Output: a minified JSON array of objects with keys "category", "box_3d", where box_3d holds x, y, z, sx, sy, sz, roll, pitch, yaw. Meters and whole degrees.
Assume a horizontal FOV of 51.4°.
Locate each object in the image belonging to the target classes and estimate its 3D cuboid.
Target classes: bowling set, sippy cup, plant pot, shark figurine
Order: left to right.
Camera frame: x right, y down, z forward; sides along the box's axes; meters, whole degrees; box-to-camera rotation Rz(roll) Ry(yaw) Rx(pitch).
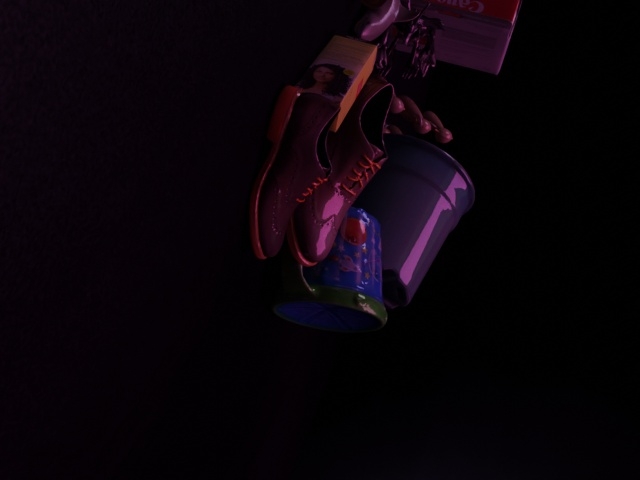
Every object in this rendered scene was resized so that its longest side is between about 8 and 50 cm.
[{"category":"sippy cup","box_3d":[0.030,0.054,1.370,0.305,0.240,0.223,109,-9,-69]},{"category":"plant pot","box_3d":[0.171,-0.031,1.674,0.341,0.341,0.334,89,25,-62]},{"category":"bowling set","box_3d":[0.196,-0.277,1.732,0.200,0.287,0.154,-52,-140,23]},{"category":"shark figurine","box_3d":[0.158,-0.515,1.376,0.166,0.116,0.278,29,80,-82]}]

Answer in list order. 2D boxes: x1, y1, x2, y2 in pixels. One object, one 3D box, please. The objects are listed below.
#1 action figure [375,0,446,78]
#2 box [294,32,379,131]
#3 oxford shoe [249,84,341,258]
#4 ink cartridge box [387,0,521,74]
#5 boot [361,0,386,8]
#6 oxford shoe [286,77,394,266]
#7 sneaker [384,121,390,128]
[{"category":"action figure","box_3d":[0.210,-0.472,1.619,0.275,0.164,0.140,85,18,-80]},{"category":"box","box_3d":[0.026,-0.271,1.116,0.232,0.088,0.058,-64,168,-47]},{"category":"oxford shoe","box_3d":[-0.041,-0.090,1.007,0.097,0.099,0.271,-48,154,-69]},{"category":"ink cartridge box","box_3d":[0.331,-0.565,1.668,0.272,0.310,0.130,63,44,-77]},{"category":"boot","box_3d":[0.125,-0.550,1.238,0.197,0.073,0.152,101,6,-46]},{"category":"oxford shoe","box_3d":[0.036,-0.127,1.178,0.130,0.133,0.363,24,77,-52]},{"category":"sneaker","box_3d":[0.154,-0.226,1.905,0.261,0.104,0.125,95,17,-52]}]
